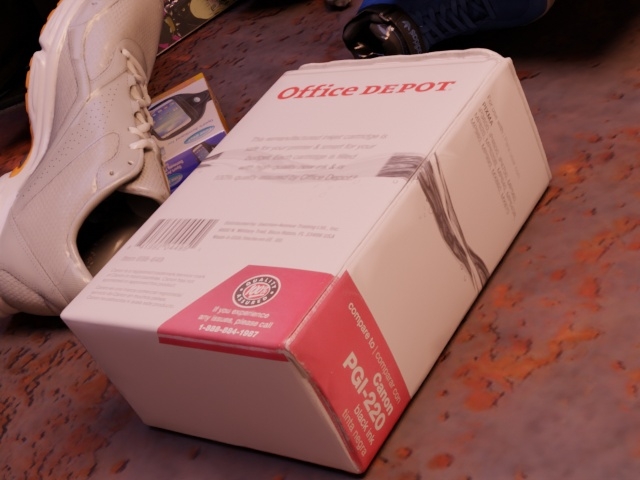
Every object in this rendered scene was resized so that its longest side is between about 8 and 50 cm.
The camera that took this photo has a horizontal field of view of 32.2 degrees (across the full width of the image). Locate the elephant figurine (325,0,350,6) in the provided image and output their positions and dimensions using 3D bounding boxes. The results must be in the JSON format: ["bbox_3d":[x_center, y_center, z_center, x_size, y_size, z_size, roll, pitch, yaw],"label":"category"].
[{"bbox_3d":[-0.060,-0.342,0.934,0.186,0.239,0.169,5,48,21],"label":"elephant figurine"}]

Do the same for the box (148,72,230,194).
[{"bbox_3d":[-0.110,-0.076,0.835,0.081,0.028,0.136,-28,30,1],"label":"box"}]

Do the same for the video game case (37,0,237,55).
[{"bbox_3d":[-0.200,-0.229,1.114,0.210,0.041,0.232,-38,33,-16],"label":"video game case"}]

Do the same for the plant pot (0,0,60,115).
[{"bbox_3d":[-0.252,-0.235,0.967,0.188,0.187,0.167,-15,24,23],"label":"plant pot"}]

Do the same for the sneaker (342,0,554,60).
[{"bbox_3d":[0.083,-0.151,0.768,0.152,0.058,0.084,8,49,39],"label":"sneaker"}]

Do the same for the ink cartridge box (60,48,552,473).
[{"bbox_3d":[0.000,0.000,0.578,0.159,0.092,0.218,4,45,41],"label":"ink cartridge box"}]

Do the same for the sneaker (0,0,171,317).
[{"bbox_3d":[-0.139,-0.063,0.748,0.121,0.099,0.262,8,71,26],"label":"sneaker"}]
